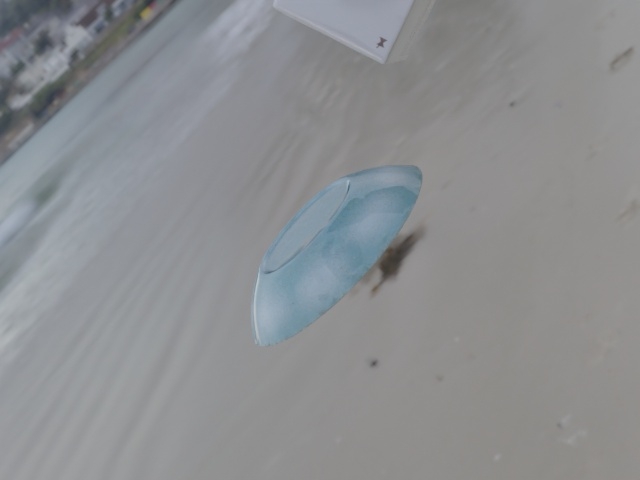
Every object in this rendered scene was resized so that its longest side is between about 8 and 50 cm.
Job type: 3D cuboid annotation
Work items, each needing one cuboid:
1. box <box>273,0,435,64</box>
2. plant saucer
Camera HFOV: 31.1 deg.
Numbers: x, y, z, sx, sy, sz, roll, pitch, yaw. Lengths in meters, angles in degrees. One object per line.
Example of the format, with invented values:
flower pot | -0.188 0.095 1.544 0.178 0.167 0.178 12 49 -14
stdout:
box | 0.037 -0.203 0.888 0.102 0.101 0.087 -64 -10 18
plant saucer | 0.000 0.000 0.928 0.195 0.037 0.195 -44 15 15
